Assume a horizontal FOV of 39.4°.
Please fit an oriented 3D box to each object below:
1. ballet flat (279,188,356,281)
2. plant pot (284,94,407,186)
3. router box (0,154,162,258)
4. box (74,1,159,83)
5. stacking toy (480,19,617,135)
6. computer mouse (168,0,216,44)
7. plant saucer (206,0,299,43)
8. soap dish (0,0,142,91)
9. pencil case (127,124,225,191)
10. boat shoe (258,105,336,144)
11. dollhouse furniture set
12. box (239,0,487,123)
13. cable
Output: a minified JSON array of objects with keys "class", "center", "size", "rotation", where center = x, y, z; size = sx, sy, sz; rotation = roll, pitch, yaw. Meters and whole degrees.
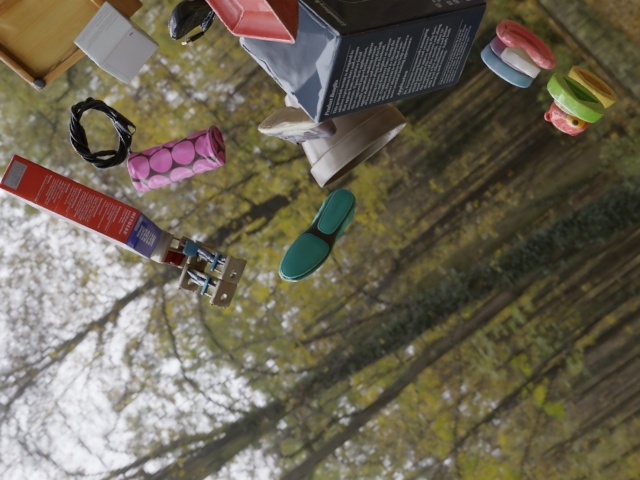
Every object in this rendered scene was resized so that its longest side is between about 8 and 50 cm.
[{"class":"ballet flat","center":[0.000,0.000,1.950],"size":[0.083,0.247,0.087],"rotation":[32,166,14]},{"class":"plant pot","center":[0.049,-0.360,2.646],"size":[0.280,0.323,0.323],"rotation":[53,-164,3]},{"class":"router box","center":[-0.535,-0.068,2.046],"size":[0.301,0.082,0.335],"rotation":[24,173,0]},{"class":"box","center":[-0.381,-0.370,1.678],"size":[0.087,0.102,0.101],"rotation":[42,-174,21]},{"class":"stacking toy","center":[0.469,-0.322,1.912],"size":[0.309,0.130,0.279],"rotation":[35,-150,0]},{"class":"computer mouse","center":[-0.345,-0.578,2.340],"size":[0.060,0.184,0.262],"rotation":[40,-136,-1]},{"class":"plant saucer","center":[-0.138,-0.383,1.186],"size":[0.258,0.048,0.259],"rotation":[51,170,-26]},{"class":"soap dish","center":[-0.533,-0.444,1.749],"size":[0.229,0.291,0.118],"rotation":[43,-157,-36]},{"class":"pencil case","center":[-0.290,-0.170,1.819],"size":[0.098,0.209,0.095],"rotation":[-65,-42,-62]},{"class":"boat shoe","center":[-0.063,-0.299,2.365],"size":[0.285,0.103,0.092],"rotation":[0,135,53]},{"class":"dollhouse furniture set","center":[-0.299,0.071,2.140],"size":[0.129,0.129,0.183],"rotation":[22,-179,35]},{"class":"box","center":[0.084,-0.446,1.838],"size":[0.395,0.212,0.293],"rotation":[-20,-126,-32]},{"class":"cable","center":[-0.552,-0.267,2.211],"size":[0.047,0.151,0.184],"rotation":[18,165,49]}]
